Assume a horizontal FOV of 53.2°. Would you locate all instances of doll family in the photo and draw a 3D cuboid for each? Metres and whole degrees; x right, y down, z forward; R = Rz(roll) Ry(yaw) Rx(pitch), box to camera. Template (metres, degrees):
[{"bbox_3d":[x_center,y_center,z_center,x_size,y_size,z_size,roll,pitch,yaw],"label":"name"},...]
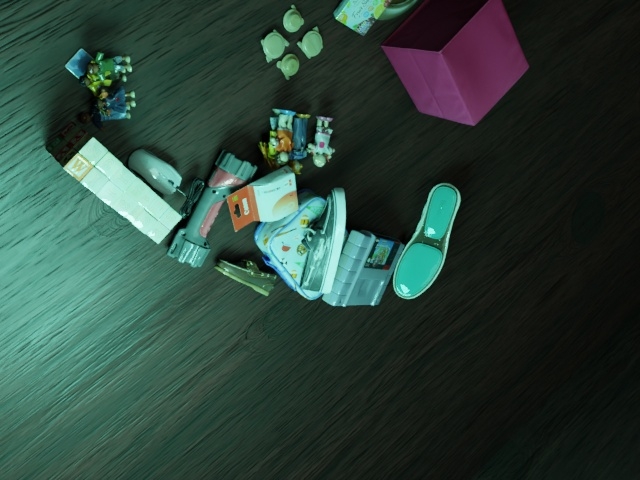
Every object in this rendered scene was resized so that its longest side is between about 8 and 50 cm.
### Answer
[{"bbox_3d":[-0.471,-0.321,1.390,0.111,0.076,0.192,-24,129,-35],"label":"doll family"},{"bbox_3d":[-0.076,-0.259,1.701,0.263,0.118,0.163,-5,107,-54],"label":"doll family"}]

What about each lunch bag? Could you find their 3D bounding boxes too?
[{"bbox_3d":[-0.045,0.013,1.823,0.243,0.115,0.303,-43,129,-10],"label":"lunch bag"}]

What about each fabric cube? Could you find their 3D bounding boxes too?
[{"bbox_3d":[0.378,-0.521,1.804,0.254,0.259,0.258,-47,127,-9],"label":"fabric cube"}]

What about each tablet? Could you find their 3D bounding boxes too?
[{"bbox_3d":[-0.507,-0.370,1.394,0.054,0.006,0.083,-51,130,-7],"label":"tablet"}]

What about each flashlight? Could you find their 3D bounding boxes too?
[{"bbox_3d":[-0.271,-0.078,1.631,0.304,0.103,0.103,-63,159,6],"label":"flashlight"}]

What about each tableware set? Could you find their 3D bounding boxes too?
[{"bbox_3d":[-0.072,-0.504,1.640,0.168,0.020,0.141,-49,131,-10],"label":"tableware set"}]

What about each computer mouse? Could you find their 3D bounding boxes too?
[{"bbox_3d":[-0.373,-0.146,1.536,0.193,0.042,0.106,36,80,-27],"label":"computer mouse"}]

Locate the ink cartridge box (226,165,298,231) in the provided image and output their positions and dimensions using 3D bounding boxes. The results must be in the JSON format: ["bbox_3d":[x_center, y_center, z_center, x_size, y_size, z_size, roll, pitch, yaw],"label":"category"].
[{"bbox_3d":[-0.143,-0.097,1.638,0.179,0.045,0.145,-32,148,-19],"label":"ink cartridge box"}]

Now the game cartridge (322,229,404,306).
[{"bbox_3d":[0.143,0.088,1.935,0.230,0.068,0.355,-63,155,8],"label":"game cartridge"}]

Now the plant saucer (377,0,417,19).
[{"bbox_3d":[0.193,-0.746,1.698,0.311,0.050,0.310,-16,121,-29],"label":"plant saucer"}]

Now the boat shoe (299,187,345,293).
[{"bbox_3d":[0.000,0.000,1.714,0.102,0.108,0.301,7,114,-9],"label":"boat shoe"}]

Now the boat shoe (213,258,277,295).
[{"bbox_3d":[-0.204,0.087,1.768,0.207,0.073,0.073,31,88,-47],"label":"boat shoe"}]

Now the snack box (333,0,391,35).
[{"bbox_3d":[0.115,-0.619,1.668,0.100,0.037,0.141,20,127,-33],"label":"snack box"}]

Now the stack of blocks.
[{"bbox_3d":[-0.453,-0.120,1.434,0.087,0.171,0.297,-49,130,-8],"label":"stack of blocks"}]

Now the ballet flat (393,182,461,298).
[{"bbox_3d":[0.356,0.002,2.098,0.139,0.139,0.400,13,102,-39],"label":"ballet flat"}]
